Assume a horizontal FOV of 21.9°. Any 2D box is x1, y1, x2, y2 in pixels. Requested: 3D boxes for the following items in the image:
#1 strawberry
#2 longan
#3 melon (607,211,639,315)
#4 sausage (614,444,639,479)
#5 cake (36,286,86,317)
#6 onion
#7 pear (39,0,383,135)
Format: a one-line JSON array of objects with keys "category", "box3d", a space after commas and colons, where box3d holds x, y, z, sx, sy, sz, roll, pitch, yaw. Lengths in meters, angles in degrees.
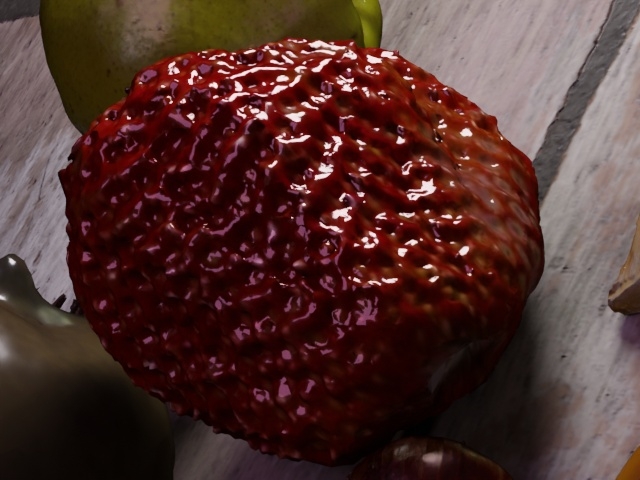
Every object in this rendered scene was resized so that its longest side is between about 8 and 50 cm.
[{"category": "strawberry", "box3d": [0.000, 0.000, 1.104, 0.312, 0.267, 0.351, -33, 34, -12]}, {"category": "longan", "box3d": [-0.258, 0.159, 1.252, 0.243, 0.300, 0.300, -24, 39, 54]}, {"category": "melon", "box3d": [0.239, -0.041, 1.054, 0.098, 0.054, 0.182, -32, 32, 57]}, {"category": "sausage", "box3d": [0.167, 0.173, 0.901, 0.183, 0.054, 0.062, -57, -1, -6]}, {"category": "cake", "box3d": [-0.265, 0.172, 1.440, 0.135, 0.098, 0.287, 4, 66, 61]}, {"category": "onion", "box3d": [0.070, 0.170, 0.977, 0.118, 0.117, 0.118, -14, 42, 13]}, {"category": "pear", "box3d": [-0.096, -0.177, 1.418, 0.294, 0.294, 0.294, -34, 35, 28]}]
